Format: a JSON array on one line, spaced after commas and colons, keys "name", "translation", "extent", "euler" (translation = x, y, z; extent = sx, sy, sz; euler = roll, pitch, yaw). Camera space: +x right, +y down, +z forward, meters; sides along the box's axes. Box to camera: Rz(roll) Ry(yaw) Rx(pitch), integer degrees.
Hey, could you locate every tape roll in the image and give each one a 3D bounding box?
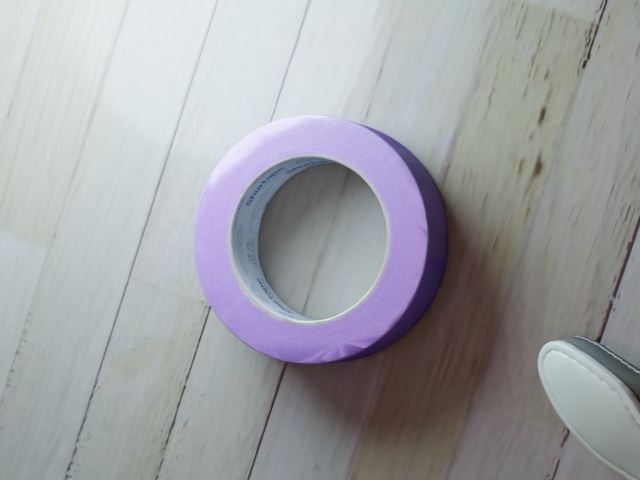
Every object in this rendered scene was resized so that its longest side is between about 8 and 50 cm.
[{"name": "tape roll", "translation": [0.000, 0.000, 1.993], "extent": [0.274, 0.090, 0.275], "euler": [-1, 87, 19]}]

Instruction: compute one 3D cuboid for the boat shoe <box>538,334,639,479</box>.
[{"name": "boat shoe", "translation": [0.359, 0.203, 1.862], "extent": [0.305, 0.091, 0.109], "euler": [42, 143, 20]}]
